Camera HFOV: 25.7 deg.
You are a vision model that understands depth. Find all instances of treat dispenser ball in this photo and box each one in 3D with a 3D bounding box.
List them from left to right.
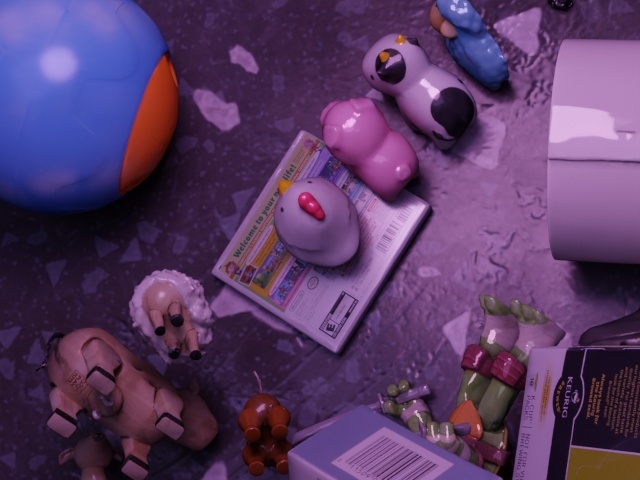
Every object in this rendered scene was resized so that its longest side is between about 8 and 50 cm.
[{"bbox_3d":[-0.314,-0.175,1.686,0.288,0.288,0.288,-3,77,14],"label":"treat dispenser ball"}]

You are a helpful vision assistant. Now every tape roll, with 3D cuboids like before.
[{"bbox_3d":[0.341,-0.095,1.518,0.169,0.246,0.246,3,79,16],"label":"tape roll"}]

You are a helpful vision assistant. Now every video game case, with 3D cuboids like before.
[{"bbox_3d":[0.000,0.000,1.704,0.193,0.023,0.212,32,88,19],"label":"video game case"}]

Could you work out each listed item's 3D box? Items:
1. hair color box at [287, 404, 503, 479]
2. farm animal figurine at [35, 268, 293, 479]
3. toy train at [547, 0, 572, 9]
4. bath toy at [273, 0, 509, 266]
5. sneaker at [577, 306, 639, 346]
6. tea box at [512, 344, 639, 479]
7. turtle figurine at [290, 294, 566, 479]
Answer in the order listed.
[{"bbox_3d":[0.079,0.373,1.412,0.185,0.113,0.375,24,129,40],"label":"hair color box"},{"bbox_3d":[-0.208,0.222,1.626,0.330,0.172,0.327,-33,113,6],"label":"farm animal figurine"},{"bbox_3d":[0.306,-0.356,1.701,0.036,0.027,0.158,15,82,28],"label":"toy train"},{"bbox_3d":[0.067,-0.128,1.639,0.151,0.129,0.348,38,83,19],"label":"bath toy"},{"bbox_3d":[0.415,0.085,1.551,0.267,0.101,0.106,-11,56,11],"label":"sneaker"},{"bbox_3d":[0.351,0.278,1.357,0.219,0.323,0.329,12,82,-21],"label":"tea box"},{"bbox_3d":[0.128,0.173,1.542,0.274,0.198,0.266,29,81,16],"label":"turtle figurine"}]
